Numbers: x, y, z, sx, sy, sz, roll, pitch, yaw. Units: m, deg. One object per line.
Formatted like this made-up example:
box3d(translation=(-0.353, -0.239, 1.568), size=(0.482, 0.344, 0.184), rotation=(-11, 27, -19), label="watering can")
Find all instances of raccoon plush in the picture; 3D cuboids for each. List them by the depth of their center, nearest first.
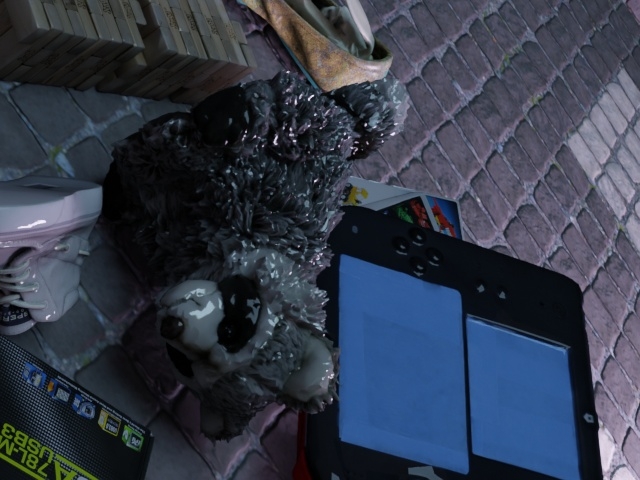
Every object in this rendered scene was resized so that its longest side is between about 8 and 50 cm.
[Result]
box3d(translation=(0.000, 0.000, 1.455), size=(0.446, 0.216, 0.299), rotation=(-20, 84, -37), label="raccoon plush")

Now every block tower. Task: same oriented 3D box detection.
box3d(translation=(-0.209, -0.208, 1.530), size=(0.335, 0.097, 0.091), rotation=(3, 60, -57), label="block tower")

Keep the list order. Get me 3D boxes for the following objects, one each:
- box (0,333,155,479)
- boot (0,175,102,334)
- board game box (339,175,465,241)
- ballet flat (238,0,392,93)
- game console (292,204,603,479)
box3d(translation=(-0.228, 0.177, 1.172), size=(0.190, 0.045, 0.184), rotation=(37, 32, -19), label="box")
box3d(translation=(-0.238, 0.017, 1.202), size=(0.258, 0.095, 0.123), rotation=(-20, 118, -78), label="boot")
box3d(translation=(0.076, 0.064, 1.666), size=(0.193, 0.053, 0.305), rotation=(12, 48, -19), label="board game box")
box3d(translation=(-0.040, -0.315, 1.855), size=(0.348, 0.123, 0.123), rotation=(47, 32, -19), label="ballet flat")
box3d(translation=(0.137, 0.150, 1.548), size=(0.342, 0.060, 0.386), rotation=(15, 49, -15), label="game console")
